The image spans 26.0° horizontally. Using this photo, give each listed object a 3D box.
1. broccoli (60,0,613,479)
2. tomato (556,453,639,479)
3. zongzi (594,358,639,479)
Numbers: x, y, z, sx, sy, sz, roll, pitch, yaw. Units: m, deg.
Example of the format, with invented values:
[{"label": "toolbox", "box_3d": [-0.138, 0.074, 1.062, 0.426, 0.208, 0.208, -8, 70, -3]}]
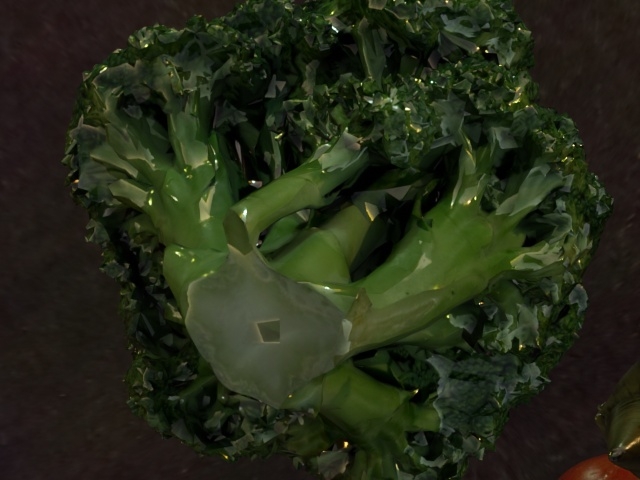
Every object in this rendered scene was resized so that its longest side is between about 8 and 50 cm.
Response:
[{"label": "broccoli", "box_3d": [0.000, 0.000, 0.736, 0.308, 0.275, 0.308, 5, 104, 20]}, {"label": "tomato", "box_3d": [0.275, 0.303, 1.195, 0.233, 0.139, 0.200, 26, 125, 28]}, {"label": "zongzi", "box_3d": [0.276, 0.086, 0.923, 0.205, 0.204, 0.094, -37, 71, 9]}]
